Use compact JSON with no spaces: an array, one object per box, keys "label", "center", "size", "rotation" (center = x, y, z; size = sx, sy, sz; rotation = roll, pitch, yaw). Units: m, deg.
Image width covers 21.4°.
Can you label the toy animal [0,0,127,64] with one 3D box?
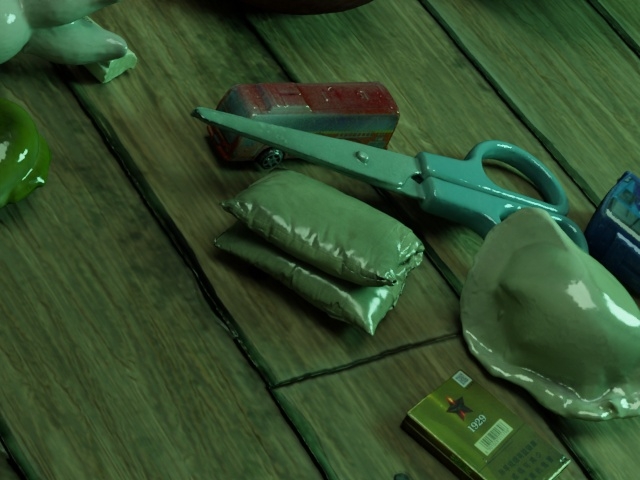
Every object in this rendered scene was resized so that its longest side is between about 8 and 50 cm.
[{"label":"toy animal","center":[-0.303,-0.217,1.629],"size":[0.221,0.103,0.131],"rotation":[-10,35,-27]}]

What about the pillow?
[{"label":"pillow","center":[0.000,0.000,1.593],"size":[0.181,0.077,0.134],"rotation":[28,35,9]}]

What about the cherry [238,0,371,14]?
[{"label":"cherry","center":[-0.023,-0.360,1.844],"size":[0.308,0.221,0.261],"rotation":[-15,47,-21]}]

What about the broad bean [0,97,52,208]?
[{"label":"broad bean","center":[-0.324,-0.068,1.504],"size":[0.174,0.082,0.124],"rotation":[-23,60,-29]}]

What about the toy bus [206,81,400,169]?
[{"label":"toy bus","center":[-0.015,-0.121,1.706],"size":[0.192,0.077,0.065],"rotation":[-4,47,-31]}]

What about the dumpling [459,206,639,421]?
[{"label":"dumpling","center":[0.223,0.085,1.597],"size":[0.151,0.124,0.229],"rotation":[-40,78,-6]}]

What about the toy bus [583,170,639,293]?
[{"label":"toy bus","center":[0.379,0.032,1.746],"size":[0.236,0.079,0.094],"rotation":[40,45,15]}]

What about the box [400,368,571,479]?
[{"label":"box","center":[0.148,0.182,1.522],"size":[0.133,0.023,0.090],"rotation":[40,42,15]}]

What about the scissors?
[{"label":"scissors","center":[0.073,-0.067,1.676],"size":[0.447,0.029,0.192],"rotation":[15,41,-27]}]

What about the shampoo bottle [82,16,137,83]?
[{"label":"shampoo bottle","center":[-0.251,-0.214,1.715],"size":[0.141,0.034,0.049],"rotation":[40,53,16]}]
